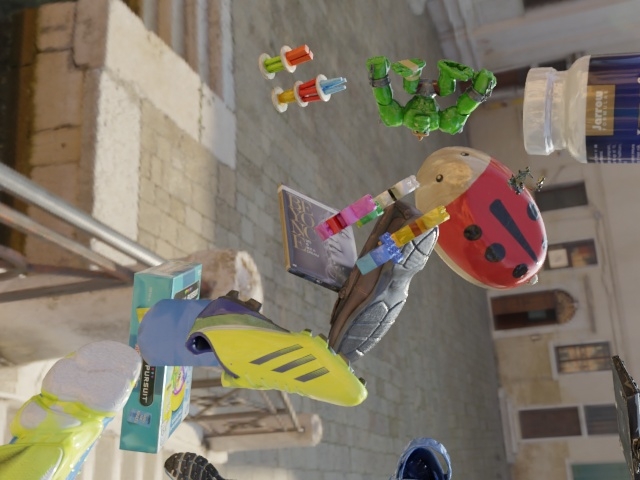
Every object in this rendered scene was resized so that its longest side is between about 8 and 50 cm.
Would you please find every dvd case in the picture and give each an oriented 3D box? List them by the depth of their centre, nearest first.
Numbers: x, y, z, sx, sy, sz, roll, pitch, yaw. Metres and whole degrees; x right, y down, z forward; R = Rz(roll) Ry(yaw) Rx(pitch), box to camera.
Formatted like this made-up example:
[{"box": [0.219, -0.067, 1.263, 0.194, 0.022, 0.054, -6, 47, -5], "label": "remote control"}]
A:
[{"box": [0.000, 0.000, 1.320, 0.164, 0.018, 0.221, 24, 36, -29], "label": "dvd case"}]

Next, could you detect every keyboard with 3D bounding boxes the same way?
[{"box": [0.402, 0.245, 0.937, 0.108, 0.023, 0.180, -83, 156, -55], "label": "keyboard"}]

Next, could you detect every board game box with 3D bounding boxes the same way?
[{"box": [-0.228, 0.165, 1.259, 0.033, 0.169, 0.133, 96, -6, -52], "label": "board game box"}, {"box": [-0.315, 0.221, 1.470, 0.254, 0.079, 0.336, -59, 155, -85], "label": "board game box"}]

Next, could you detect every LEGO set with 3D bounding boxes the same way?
[{"box": [0.098, -0.028, 0.906, 0.087, 0.093, 0.227, 58, 30, 1], "label": "LEGO set"}, {"box": [0.365, -0.108, 1.314, 0.083, 0.054, 0.023, 21, 20, -37], "label": "LEGO set"}]

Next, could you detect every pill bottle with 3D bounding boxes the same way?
[{"box": [0.423, -0.182, 1.007, 0.153, 0.265, 0.153, 2, 90, -66], "label": "pill bottle"}]

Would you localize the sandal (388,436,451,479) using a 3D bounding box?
[{"box": [0.192, 0.460, 1.396, 0.317, 0.126, 0.138, 96, 6, -68], "label": "sandal"}]

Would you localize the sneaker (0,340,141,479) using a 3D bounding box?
[{"box": [-0.289, 0.217, 0.808, 0.240, 0.091, 0.126, -51, 168, -51], "label": "sneaker"}]

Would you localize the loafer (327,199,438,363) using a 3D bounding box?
[{"box": [0.091, 0.071, 1.235, 0.109, 0.302, 0.095, 10, 27, -43], "label": "loafer"}]

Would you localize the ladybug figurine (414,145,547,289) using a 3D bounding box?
[{"box": [0.439, -0.053, 1.896, 0.449, 0.305, 0.162, 46, -13, -14], "label": "ladybug figurine"}]

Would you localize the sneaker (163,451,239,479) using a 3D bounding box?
[{"box": [-0.190, 0.408, 1.186, 0.162, 0.073, 0.063, 36, 37, -11], "label": "sneaker"}]

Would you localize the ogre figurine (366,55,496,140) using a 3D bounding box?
[{"box": [0.171, -0.230, 1.173, 0.097, 0.197, 0.118, -109, -162, -48], "label": "ogre figurine"}]

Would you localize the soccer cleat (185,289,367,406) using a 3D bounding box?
[{"box": [-0.063, 0.163, 0.959, 0.121, 0.289, 0.093, -50, 138, -21], "label": "soccer cleat"}]

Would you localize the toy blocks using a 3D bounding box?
[{"box": [-0.031, -0.321, 1.403, 0.054, 0.148, 0.123, -54, 129, -54], "label": "toy blocks"}]
